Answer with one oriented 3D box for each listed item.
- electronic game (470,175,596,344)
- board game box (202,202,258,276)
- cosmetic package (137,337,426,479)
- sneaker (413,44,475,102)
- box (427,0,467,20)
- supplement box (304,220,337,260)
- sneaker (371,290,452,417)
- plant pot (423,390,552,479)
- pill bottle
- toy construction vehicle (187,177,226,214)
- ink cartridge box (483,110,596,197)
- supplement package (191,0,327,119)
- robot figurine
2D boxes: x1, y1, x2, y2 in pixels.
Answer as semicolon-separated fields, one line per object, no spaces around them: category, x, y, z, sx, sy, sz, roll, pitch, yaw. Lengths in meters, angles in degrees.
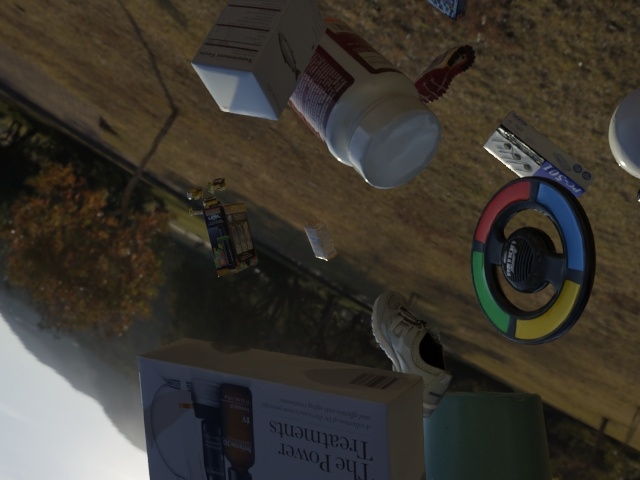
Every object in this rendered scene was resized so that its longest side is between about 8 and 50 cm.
electronic game;0.281;0.027;0.943;0.048;0.229;0.229;2;-177;-25
board game box;-0.188;-0.006;1.466;0.048;0.141;0.170;-14;-178;9
cosmetic package;-0.056;0.289;0.856;0.377;0.284;0.097;2;-169;34
sneaker;0.345;-0.480;2.014;0.088;0.225;0.093;53;178;-23
box;0.191;-0.439;1.144;0.137;0.027;0.094;47;156;29
supplement box;0.000;0.000;1.858;0.062;0.036;0.098;16;134;55
sneaker;0.183;0.189;1.296;0.105;0.115;0.281;21;-148;-30
plant pot;0.338;0.488;1.453;0.341;0.334;0.341;0;169;0
pill bottle;0.073;-0.298;1.484;0.392;0.224;0.224;54;-173;38
toy construction vehicle;-0.278;-0.105;1.708;0.035;0.098;0.086;57;152;31
ink cartridge box;0.431;-0.158;1.372;0.207;0.046;0.097;41;159;7
supplement package;-0.082;-0.276;0.976;0.105;0.179;0.105;15;158;25
robot figurine;0.587;-0.183;1.177;0.278;0.173;0.209;-15;-102;-63
